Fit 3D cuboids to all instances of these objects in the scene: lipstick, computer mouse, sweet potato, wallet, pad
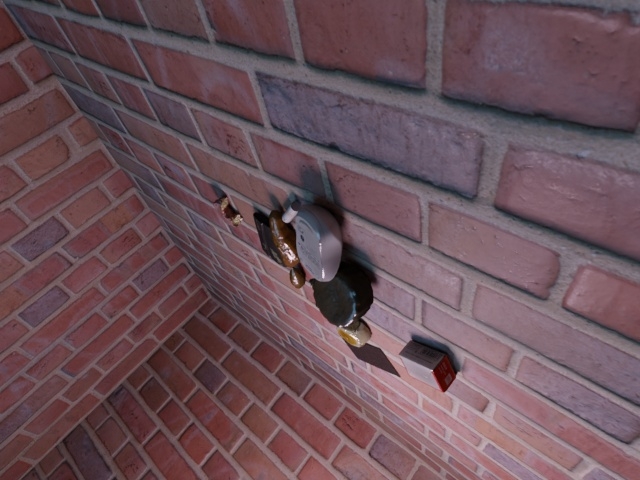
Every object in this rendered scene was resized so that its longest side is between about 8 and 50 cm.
[{"bbox_3d":[-0.107,-0.102,1.473,0.040,0.040,0.141,45,157,-2],"label":"lipstick"},{"bbox_3d":[0.000,0.000,1.355,0.184,0.121,0.297,37,149,37],"label":"computer mouse"},{"bbox_3d":[-0.133,0.018,1.641,0.106,0.095,0.355,49,163,37],"label":"sweet potato"},{"bbox_3d":[-0.103,0.189,1.892,0.074,0.075,0.269,36,163,18],"label":"sweet potato"},{"bbox_3d":[-0.224,0.007,1.824,0.170,0.044,0.321,34,154,17],"label":"wallet"},{"bbox_3d":[0.244,0.581,2.059,0.330,0.004,0.220,5,135,55],"label":"pad"}]

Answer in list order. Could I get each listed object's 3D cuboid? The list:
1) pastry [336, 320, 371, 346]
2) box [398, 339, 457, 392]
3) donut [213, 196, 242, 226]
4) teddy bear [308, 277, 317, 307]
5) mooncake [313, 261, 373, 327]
[{"bbox_3d":[0.150,0.414,1.841,0.165,0.088,0.166,33,156,17],"label":"pastry"},{"bbox_3d":[0.405,0.469,1.520,0.182,0.099,0.133,8,134,55],"label":"box"},{"bbox_3d":[-0.445,-0.139,1.910,0.117,0.065,0.166,15,142,45],"label":"donut"},{"bbox_3d":[0.062,0.229,1.646,0.251,0.182,0.129,46,-168,-7],"label":"teddy bear"},{"bbox_3d":[0.084,0.193,1.477,0.228,0.124,0.228,19,119,40],"label":"mooncake"}]
